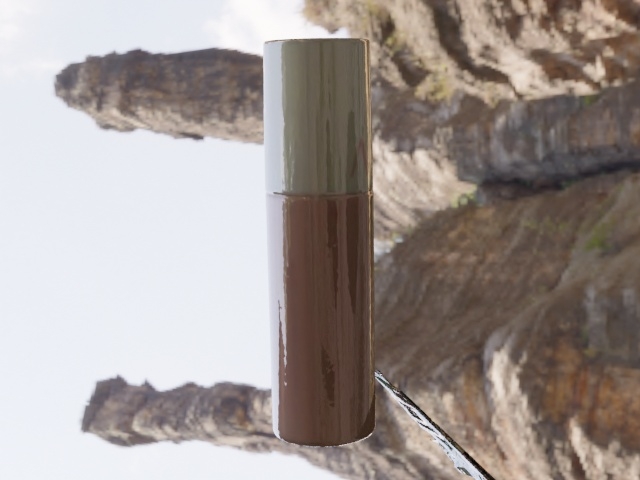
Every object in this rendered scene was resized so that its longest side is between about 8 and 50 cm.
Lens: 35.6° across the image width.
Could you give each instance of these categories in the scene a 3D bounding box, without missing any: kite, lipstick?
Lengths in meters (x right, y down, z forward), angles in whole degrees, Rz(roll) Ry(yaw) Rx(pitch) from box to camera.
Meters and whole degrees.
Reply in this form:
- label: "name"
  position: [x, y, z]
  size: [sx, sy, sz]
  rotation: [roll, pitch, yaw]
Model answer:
- label: "kite"
  position: [0.125, 0.182, 0.731]
  size: [0.013, 0.268, 0.323]
  rotation: [-45, -78, -5]
- label: "lipstick"
  position: [0.000, 0.000, 0.645]
  size: [0.070, 0.070, 0.255]
  rotation: [-13, -75, -53]
